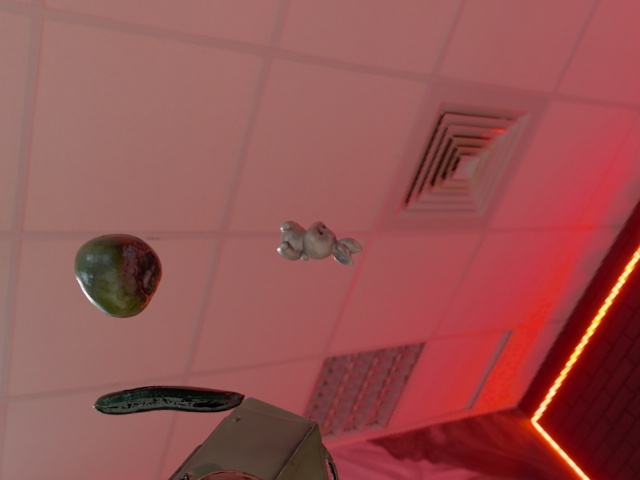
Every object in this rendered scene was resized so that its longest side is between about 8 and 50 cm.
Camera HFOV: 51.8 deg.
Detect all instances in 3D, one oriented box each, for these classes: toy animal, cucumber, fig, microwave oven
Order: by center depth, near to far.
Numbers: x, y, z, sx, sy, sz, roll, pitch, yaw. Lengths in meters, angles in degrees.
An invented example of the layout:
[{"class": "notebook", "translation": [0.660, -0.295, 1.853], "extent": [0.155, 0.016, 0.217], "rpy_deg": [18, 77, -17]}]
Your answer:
[{"class": "cucumber", "translation": [-0.287, 0.305, 1.258], "extent": [0.284, 0.056, 0.056], "rpy_deg": [-1, -53, -6]}, {"class": "fig", "translation": [-0.454, 0.071, 1.468], "extent": [0.181, 0.190, 0.181], "rpy_deg": [-62, -8, -15]}, {"class": "microwave oven", "translation": [-0.140, 0.617, 1.504], "extent": [0.333, 0.247, 0.395], "rpy_deg": [-43, -48, -48]}, {"class": "toy animal", "translation": [-0.001, -0.001, 1.720], "extent": [0.212, 0.124, 0.124], "rpy_deg": [-1, -42, 20]}]

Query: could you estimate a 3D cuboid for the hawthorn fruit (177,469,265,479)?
[{"class": "hawthorn fruit", "translation": [-0.126, 0.492, 0.953], "extent": [0.315, 0.316, 0.316], "rpy_deg": [-18, -48, -21]}]
